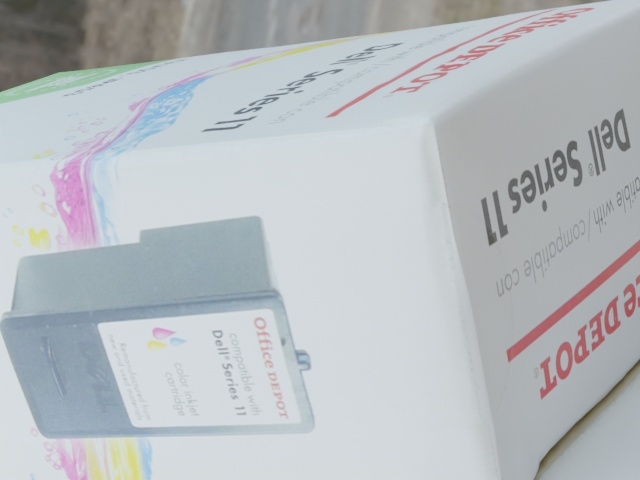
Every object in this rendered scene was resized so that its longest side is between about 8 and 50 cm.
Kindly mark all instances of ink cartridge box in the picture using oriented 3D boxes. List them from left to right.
[{"bbox_3d":[0.000,0.000,0.575,0.207,0.353,0.119,-31,-66,-56],"label":"ink cartridge box"}]
